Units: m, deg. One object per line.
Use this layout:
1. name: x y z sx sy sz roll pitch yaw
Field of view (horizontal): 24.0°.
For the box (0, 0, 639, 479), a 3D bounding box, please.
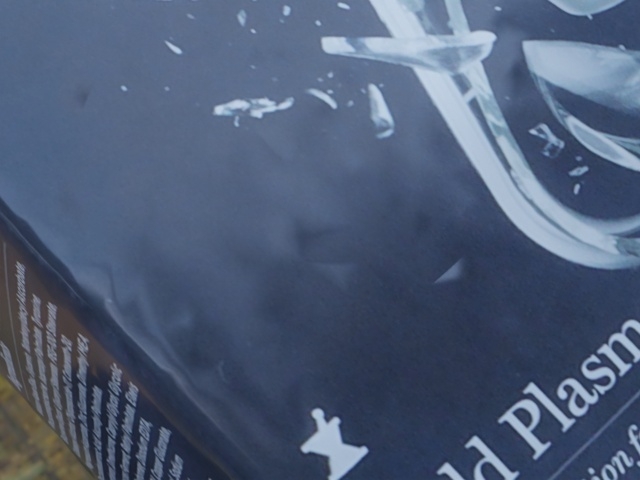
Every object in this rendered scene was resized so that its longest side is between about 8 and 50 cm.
1. box: 0.067 -0.043 0.813 0.480 0.472 0.297 -40 -14 -21
